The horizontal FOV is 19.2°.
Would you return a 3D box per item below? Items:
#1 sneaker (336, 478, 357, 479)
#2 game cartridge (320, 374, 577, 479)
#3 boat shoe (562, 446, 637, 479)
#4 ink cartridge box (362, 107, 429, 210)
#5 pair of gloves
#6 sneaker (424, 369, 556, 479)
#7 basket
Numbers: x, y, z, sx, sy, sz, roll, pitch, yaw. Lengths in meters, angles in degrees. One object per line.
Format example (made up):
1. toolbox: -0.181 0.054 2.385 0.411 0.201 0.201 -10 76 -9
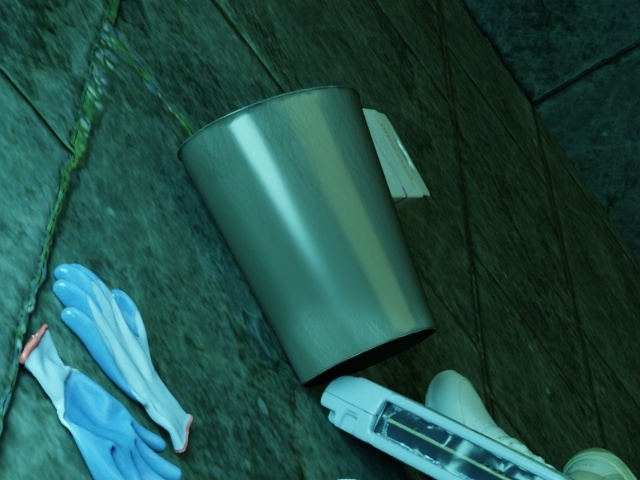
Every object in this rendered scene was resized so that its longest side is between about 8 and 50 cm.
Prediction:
1. sneaker: 0.095 0.329 1.389 0.182 0.127 0.315 30 32 -55
2. game cartridge: 0.160 0.205 1.638 0.294 0.060 0.196 25 -6 30
3. boat shoe: 0.381 0.378 2.186 0.302 0.109 0.098 52 22 -5
4. ink cartridge box: 0.043 -0.080 2.050 0.115 0.067 0.198 62 18 9
5. pair of gloves: -0.139 0.098 1.291 0.159 0.023 0.198 55 18 -17
6. sneaker: 0.206 0.249 1.811 0.305 0.152 0.114 63 19 17
7. basket: 0.000 0.000 1.651 0.204 0.154 0.227 -8 72 -58
